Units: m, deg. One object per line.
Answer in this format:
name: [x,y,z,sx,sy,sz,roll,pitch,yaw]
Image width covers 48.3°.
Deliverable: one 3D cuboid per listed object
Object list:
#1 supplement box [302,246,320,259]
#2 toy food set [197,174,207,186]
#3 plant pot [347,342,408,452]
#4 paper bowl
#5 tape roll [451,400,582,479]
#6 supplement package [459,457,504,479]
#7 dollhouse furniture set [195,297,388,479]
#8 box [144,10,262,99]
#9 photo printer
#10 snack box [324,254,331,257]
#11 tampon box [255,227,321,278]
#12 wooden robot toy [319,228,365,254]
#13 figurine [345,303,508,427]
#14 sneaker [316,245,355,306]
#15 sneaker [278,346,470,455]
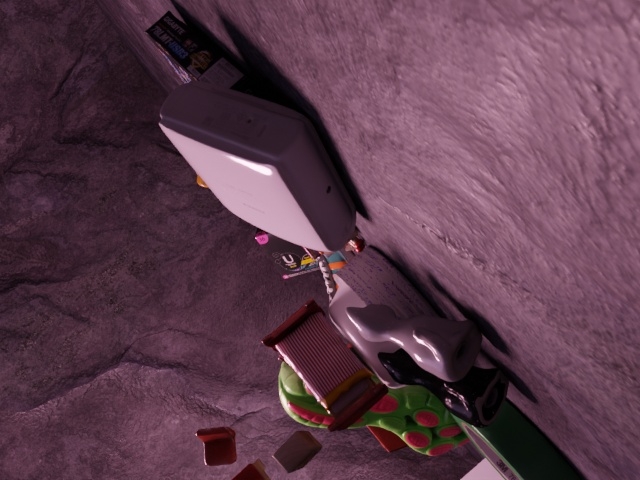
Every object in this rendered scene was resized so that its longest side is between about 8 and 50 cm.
supplement box: [0.000,0.000,1.630,0.055,0.083,0.043,51,175,2]
toy food set: [-0.190,-0.192,1.561,0.111,0.105,0.232,29,-153,33]
plant pot: [0.177,0.345,1.734,0.267,0.235,0.267,52,176,-15]
paper bowl: [0.126,0.162,1.341,0.284,0.148,0.284,51,175,6]
tape roll: [0.371,0.405,1.318,0.321,0.077,0.321,50,174,7]
supplement package: [0.462,0.646,1.624,0.263,0.198,0.199,52,176,-19]
dollhouse furniture set: [-0.079,0.307,1.253,0.201,0.374,0.152,47,178,17]
box: [-0.167,-0.249,1.330,0.293,0.073,0.295,47,175,38]
photo printer: [-0.085,-0.101,1.131,0.256,0.107,0.307,23,162,29]
snack box: [-0.042,-0.071,1.505,0.207,0.070,0.174,48,180,17]
tampon box: [-0.070,-0.003,1.795,0.161,0.120,0.101,57,-153,-38]
wooden robot toy: [0.032,0.003,1.374,0.076,0.079,0.173,49,176,22]
figurine: [0.153,0.178,1.094,0.209,0.092,0.215,12,148,43]
sneaker: [0.049,0.096,1.689,0.302,0.121,0.108,51,177,10]
sneaker: [0.144,0.308,1.504,0.482,0.185,0.202,20,-154,-19]
